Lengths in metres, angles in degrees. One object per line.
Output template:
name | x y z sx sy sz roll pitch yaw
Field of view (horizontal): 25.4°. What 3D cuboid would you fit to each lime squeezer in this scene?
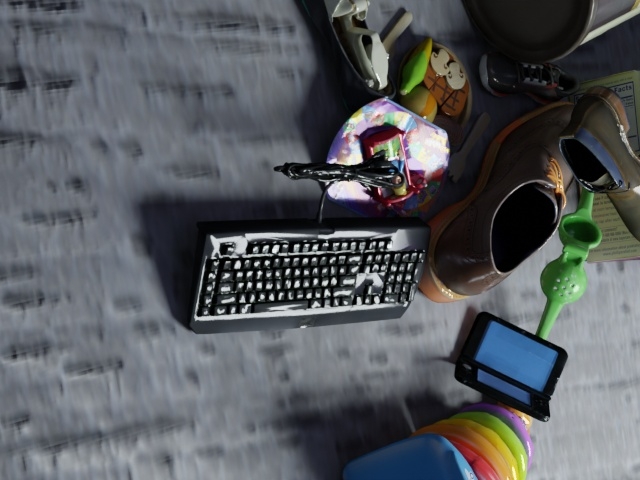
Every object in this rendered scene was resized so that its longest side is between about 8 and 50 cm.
lime squeezer | 0.312 0.023 1.758 0.110 0.058 0.310 53 54 -68

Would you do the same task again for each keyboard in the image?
keyboard | 0.000 0.000 1.542 0.317 0.033 0.202 -3 106 -40

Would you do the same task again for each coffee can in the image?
coffee can | 0.335 -0.362 1.798 0.275 0.201 0.202 -30 103 -39

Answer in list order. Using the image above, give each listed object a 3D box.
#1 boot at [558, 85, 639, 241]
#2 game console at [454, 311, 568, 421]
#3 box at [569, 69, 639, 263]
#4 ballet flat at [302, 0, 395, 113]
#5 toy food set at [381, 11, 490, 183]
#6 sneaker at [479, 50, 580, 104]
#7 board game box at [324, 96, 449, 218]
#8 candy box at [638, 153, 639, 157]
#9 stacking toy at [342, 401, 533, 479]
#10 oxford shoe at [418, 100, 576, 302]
boot | 0.352 -0.069 1.736 0.106 0.082 0.219 -43 111 -43
game console | 0.228 0.148 1.687 0.122 0.107 0.071 25 102 3
box | 0.457 -0.097 1.915 0.213 0.117 0.243 -3 87 -40
ballet flat | 0.035 -0.242 1.619 0.074 0.074 0.203 -27 101 -38
toy food set | 0.143 -0.178 1.718 0.192 0.038 0.132 48 57 -24
sneaker | 0.270 -0.213 1.810 0.158 0.065 0.061 5 81 -39
board game box | 0.087 -0.082 1.628 0.168 0.033 0.133 25 94 -35
candy box | 0.578 -0.083 1.858 0.317 0.122 0.268 -42 109 -34
stacking toy | 0.181 0.253 1.639 0.302 0.165 0.175 -34 96 -52
oxford shoe | 0.260 -0.053 1.735 0.130 0.132 0.364 54 54 -20
